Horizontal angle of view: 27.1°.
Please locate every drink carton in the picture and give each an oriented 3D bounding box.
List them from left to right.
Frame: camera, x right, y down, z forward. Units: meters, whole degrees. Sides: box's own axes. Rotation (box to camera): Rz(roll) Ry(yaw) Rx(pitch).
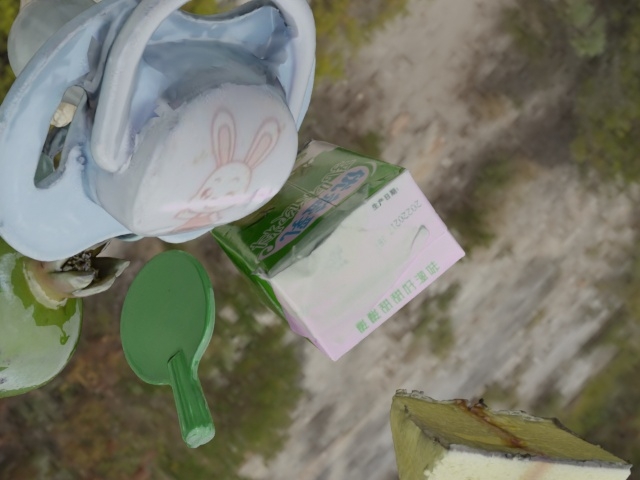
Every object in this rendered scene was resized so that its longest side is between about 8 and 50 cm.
[{"bbox_3d":[0.000,0.000,1.248,0.161,0.108,0.271,-39,-162,-8],"label":"drink carton"}]

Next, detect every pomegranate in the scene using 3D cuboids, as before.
[{"bbox_3d":[-0.275,0.043,1.173,0.225,0.187,0.187,-19,176,26],"label":"pomegranate"}]

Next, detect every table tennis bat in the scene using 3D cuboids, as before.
[{"bbox_3d":[-0.173,0.129,1.589,0.039,0.257,0.160,18,132,-44],"label":"table tennis bat"}]

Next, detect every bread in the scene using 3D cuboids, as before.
[{"bbox_3d":[0.199,0.212,1.469,0.240,0.178,0.135,9,131,-20],"label":"bread"}]

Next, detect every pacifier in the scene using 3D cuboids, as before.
[{"bbox_3d":[-0.135,-0.111,0.924,0.287,0.226,0.238,-16,133,-50],"label":"pacifier"}]

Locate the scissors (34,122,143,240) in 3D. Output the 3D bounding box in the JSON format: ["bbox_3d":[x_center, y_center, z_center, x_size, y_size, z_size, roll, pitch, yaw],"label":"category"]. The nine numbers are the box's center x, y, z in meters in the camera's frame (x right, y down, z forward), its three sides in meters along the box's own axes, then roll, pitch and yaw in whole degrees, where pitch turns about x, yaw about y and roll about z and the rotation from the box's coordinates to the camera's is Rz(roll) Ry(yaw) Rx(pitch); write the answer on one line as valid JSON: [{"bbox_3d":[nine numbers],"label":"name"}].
[{"bbox_3d":[-0.407,-0.089,1.876,0.384,0.255,0.029,-15,-173,33],"label":"scissors"}]

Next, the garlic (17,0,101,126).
[{"bbox_3d":[-0.245,-0.191,1.431,0.199,0.199,0.226,-57,-162,34],"label":"garlic"}]
